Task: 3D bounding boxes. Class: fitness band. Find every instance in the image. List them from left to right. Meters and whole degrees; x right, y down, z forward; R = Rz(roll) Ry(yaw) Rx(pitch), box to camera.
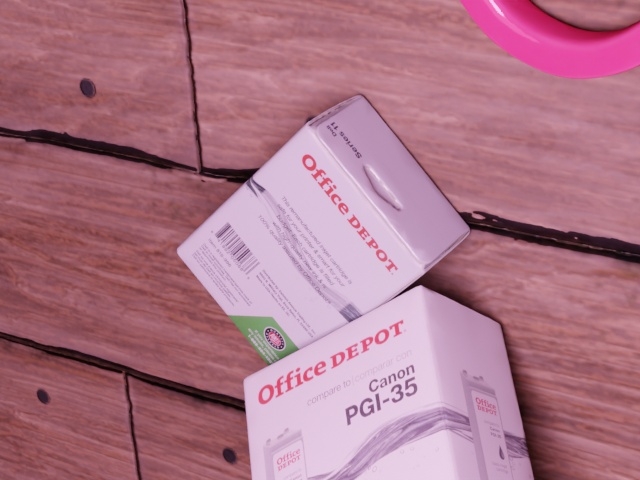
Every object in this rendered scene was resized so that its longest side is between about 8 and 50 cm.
[{"bbox_3d":[0.158,-0.252,0.962,0.209,0.054,0.291,-25,97,43],"label":"fitness band"}]

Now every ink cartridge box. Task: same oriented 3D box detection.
[{"bbox_3d":[0.000,0.000,1.178,0.153,0.087,0.208,52,132,1],"label":"ink cartridge box"},{"bbox_3d":[0.055,0.208,1.106,0.207,0.117,0.283,-30,52,31],"label":"ink cartridge box"}]
